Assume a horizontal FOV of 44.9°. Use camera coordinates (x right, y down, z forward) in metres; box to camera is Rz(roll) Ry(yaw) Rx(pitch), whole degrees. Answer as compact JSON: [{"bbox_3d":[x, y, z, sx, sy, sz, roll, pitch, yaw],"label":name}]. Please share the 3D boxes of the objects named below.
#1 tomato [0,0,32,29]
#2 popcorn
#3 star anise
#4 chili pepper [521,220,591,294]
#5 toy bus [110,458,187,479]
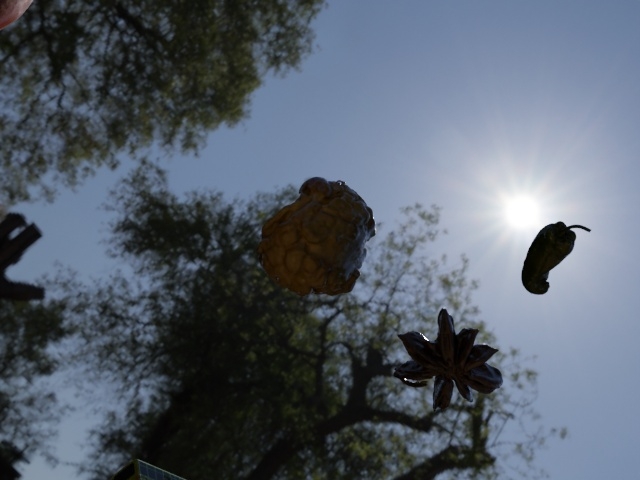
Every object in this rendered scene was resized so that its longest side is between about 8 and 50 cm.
[{"bbox_3d":[-0.606,-0.481,1.204,0.341,0.341,0.273,38,-5,5],"label":"tomato"},{"bbox_3d":[0.000,0.000,1.532,0.190,0.250,0.250,26,-37,38],"label":"popcorn"},{"bbox_3d":[0.252,0.243,1.504,0.236,0.093,0.229,16,-63,-5],"label":"star anise"},{"bbox_3d":[0.421,0.014,1.411,0.073,0.072,0.204,28,-42,11],"label":"chili pepper"},{"bbox_3d":[-0.321,0.506,1.526,0.175,0.088,0.101,40,16,-40],"label":"toy bus"}]
